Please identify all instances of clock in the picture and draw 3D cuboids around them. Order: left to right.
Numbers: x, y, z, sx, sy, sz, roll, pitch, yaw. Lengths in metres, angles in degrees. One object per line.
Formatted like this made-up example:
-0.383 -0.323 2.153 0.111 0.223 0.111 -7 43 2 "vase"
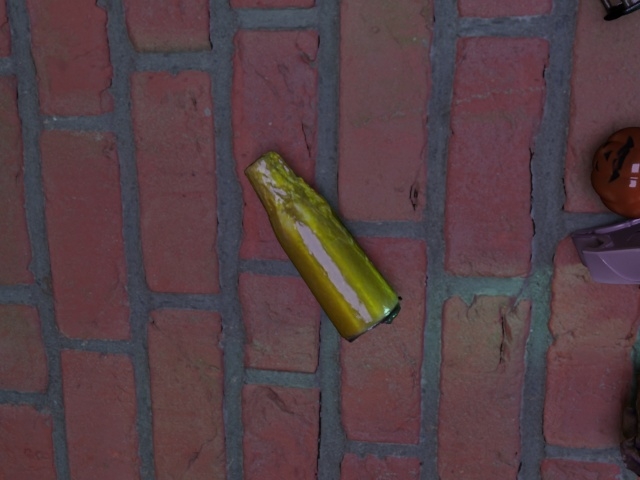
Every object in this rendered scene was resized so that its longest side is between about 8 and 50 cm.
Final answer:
0.660 -0.003 1.476 0.290 0.275 0.080 -8 109 48 "clock"

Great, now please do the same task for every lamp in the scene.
0.634 -0.138 1.449 0.187 0.164 0.188 -5 107 -16 "lamp"

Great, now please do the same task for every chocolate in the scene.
0.000 0.000 1.578 0.162 0.162 0.445 -32 98 15 "chocolate"

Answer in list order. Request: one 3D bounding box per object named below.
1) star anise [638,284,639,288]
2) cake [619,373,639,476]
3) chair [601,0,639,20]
0.756 0.103 1.540 0.180 0.061 0.204 -25 105 1 "star anise"
0.811 0.399 1.527 0.332 0.332 0.321 21 144 2 "cake"
0.619 -0.471 1.352 0.166 0.188 0.272 -29 96 15 "chair"
